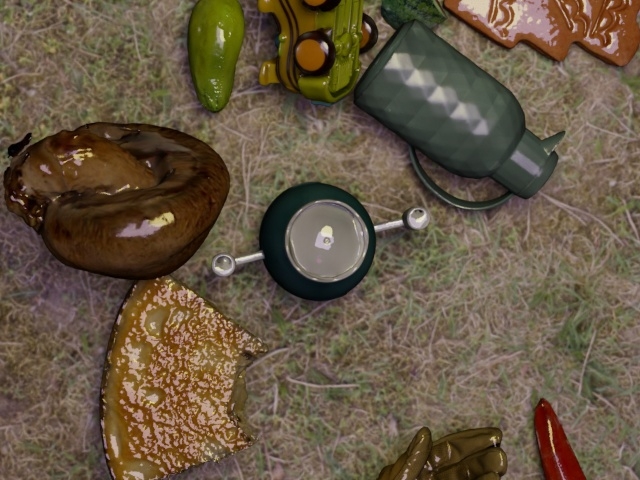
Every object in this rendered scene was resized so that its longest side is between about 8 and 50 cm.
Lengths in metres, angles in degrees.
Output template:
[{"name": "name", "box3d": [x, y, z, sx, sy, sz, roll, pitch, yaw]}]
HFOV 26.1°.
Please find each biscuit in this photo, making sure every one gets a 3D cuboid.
[{"name": "biscuit", "box3d": [0.322, -0.365, 1.942, 0.306, 0.043, 0.284, -15, 91, -5]}]

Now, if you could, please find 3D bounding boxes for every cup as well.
[{"name": "cup", "box3d": [0.000, 0.000, 1.846, 0.300, 0.173, 0.167, -14, 90, -5]}]

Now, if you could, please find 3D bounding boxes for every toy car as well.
[{"name": "toy car", "box3d": [-0.013, -0.310, 1.841, 0.142, 0.200, 0.247, 11, 107, 17]}]

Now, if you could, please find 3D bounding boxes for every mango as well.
[{"name": "mango", "box3d": [-0.146, -0.256, 1.874, 0.074, 0.091, 0.165, 6, 88, -16]}]

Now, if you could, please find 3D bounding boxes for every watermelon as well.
[{"name": "watermelon", "box3d": [0.130, -0.326, 1.925, 0.092, 0.072, 0.084, -11, 105, 32]}]

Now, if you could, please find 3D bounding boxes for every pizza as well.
[{"name": "pizza", "box3d": [-0.185, 0.192, 1.871, 0.223, 0.089, 0.323, 7, 91, 0]}]

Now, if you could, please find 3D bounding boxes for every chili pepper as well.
[{"name": "chili pepper", "box3d": [0.358, 0.351, 1.936, 0.063, 0.071, 0.272, -30, 87, 34]}]

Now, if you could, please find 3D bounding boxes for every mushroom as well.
[{"name": "mushroom", "box3d": [-0.273, -0.055, 1.789, 0.283, 0.263, 0.195, 12, 129, -17]}]

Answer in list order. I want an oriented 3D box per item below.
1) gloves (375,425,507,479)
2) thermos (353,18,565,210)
[{"name": "gloves", "box3d": [0.128, 0.372, 1.877, 0.331, 0.141, 0.154, -42, 68, 5]}, {"name": "thermos", "box3d": [0.183, -0.154, 1.886, 0.286, 0.145, 0.182, 37, 114, -6]}]
